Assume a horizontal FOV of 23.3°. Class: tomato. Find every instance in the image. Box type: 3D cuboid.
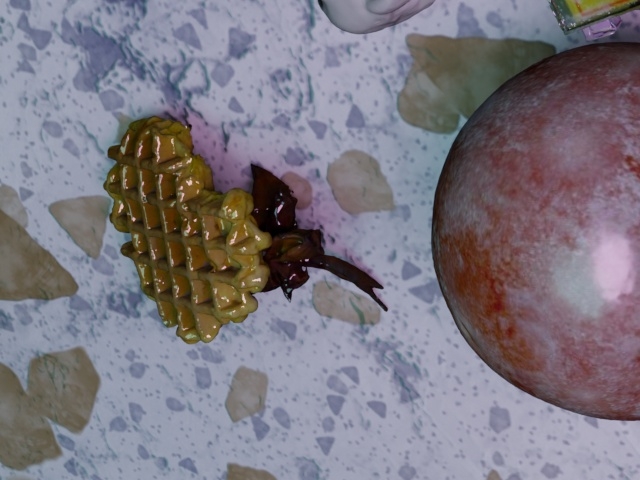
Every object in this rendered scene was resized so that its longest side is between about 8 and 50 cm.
[{"bbox_3d":[0.244,-0.008,1.288,0.282,0.316,0.317,12,122,35],"label":"tomato"}]

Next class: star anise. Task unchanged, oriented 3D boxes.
[{"bbox_3d":[-0.002,0.007,1.595,0.158,0.144,0.141,-138,46,-58],"label":"star anise"}]

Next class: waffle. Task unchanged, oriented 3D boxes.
[{"bbox_3d":[-0.144,-0.021,1.612,0.249,0.056,0.253,-42,69,53],"label":"waffle"}]

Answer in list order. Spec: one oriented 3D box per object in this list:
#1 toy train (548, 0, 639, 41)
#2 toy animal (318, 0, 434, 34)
[{"bbox_3d":[0.268,-0.284,1.232,0.260,0.134,0.177,-17,114,36],"label":"toy train"},{"bbox_3d":[0.045,-0.332,1.301,0.257,0.194,0.357,15,132,34],"label":"toy animal"}]
